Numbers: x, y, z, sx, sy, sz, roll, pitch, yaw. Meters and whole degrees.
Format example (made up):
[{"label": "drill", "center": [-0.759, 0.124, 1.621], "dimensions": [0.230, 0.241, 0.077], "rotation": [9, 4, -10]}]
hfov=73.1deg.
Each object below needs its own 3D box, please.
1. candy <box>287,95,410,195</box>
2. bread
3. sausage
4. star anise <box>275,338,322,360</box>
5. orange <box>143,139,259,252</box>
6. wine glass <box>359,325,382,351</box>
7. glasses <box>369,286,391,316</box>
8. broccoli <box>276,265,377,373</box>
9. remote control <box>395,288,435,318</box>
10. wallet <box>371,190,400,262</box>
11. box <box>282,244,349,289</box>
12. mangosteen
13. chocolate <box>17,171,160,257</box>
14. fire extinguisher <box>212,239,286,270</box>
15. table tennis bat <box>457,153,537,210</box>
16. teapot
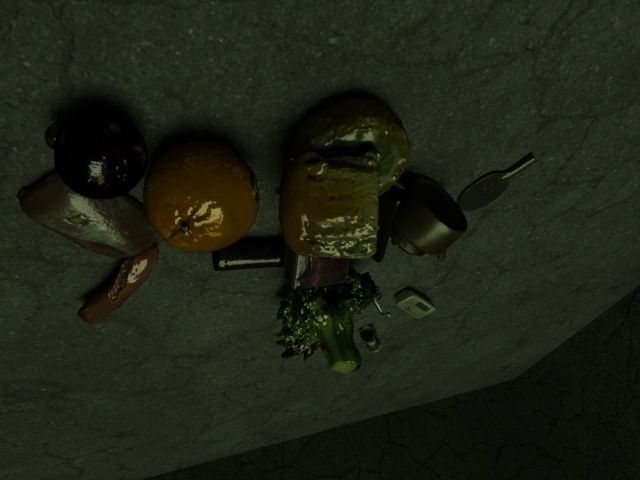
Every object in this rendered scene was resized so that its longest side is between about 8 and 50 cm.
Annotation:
[{"label": "candy", "center": [0.057, -0.174, 0.900], "dimensions": [0.259, 0.118, 0.260], "rotation": [-10, 147, -7]}, {"label": "bread", "center": [0.011, -0.043, 0.840], "dimensions": [0.204, 0.163, 0.262], "rotation": [1, 134, 4]}, {"label": "sausage", "center": [-0.484, 0.110, 1.041], "dimensions": [0.304, 0.078, 0.078], "rotation": [-39, 141, 25]}, {"label": "star anise", "center": [-0.024, 0.371, 1.611], "dimensions": [0.287, 0.088, 0.288], "rotation": [-15, 146, -11]}, {"label": "orange", "center": [-0.225, -0.079, 0.824], "dimensions": [0.219, 0.193, 0.219], "rotation": [0, 150, 0]}, {"label": "wine glass", "center": [0.211, 0.410, 1.796], "dimensions": [0.072, 0.072, 0.155], "rotation": [-23, 146, 4]}, {"label": "glasses", "center": [0.203, 0.232, 1.519], "dimensions": [0.062, 0.104, 0.140], "rotation": [-24, 148, 2]}, {"label": "broccoli", "center": [0.019, 0.216, 1.276], "dimensions": [0.276, 0.317, 0.339], "rotation": [0, 115, -20]}, {"label": "remote control", "center": [0.363, 0.243, 1.660], "dimensions": [0.090, 0.049, 0.230], "rotation": [-34, 142, 18]}, {"label": "wallet", "center": [0.129, -0.048, 1.093], "dimensions": [0.025, 0.124, 0.244], "rotation": [-36, 154, -29]}, {"label": "box", "center": [0.000, 0.000, 1.069], "dimensions": [0.159, 0.071, 0.240], "rotation": [-7, 123, -26]}, {"label": "mangosteen", "center": [-0.368, -0.145, 0.712], "dimensions": [0.152, 0.153, 0.153], "rotation": [-13, 145, -10]}, {"label": "chocolate", "center": [-0.442, -0.032, 0.863], "dimensions": [0.161, 0.083, 0.261], "rotation": [-28, 145, 14]}, {"label": "fire extinguisher", "center": [-0.136, 0.031, 1.106], "dimensions": [0.267, 0.072, 0.089], "rotation": [-2, 145, -24]}, {"label": "table tennis bat", "center": [0.493, -0.160, 1.213], "dimensions": [0.234, 0.022, 0.131], "rotation": [-37, 141, 26]}, {"label": "teapot", "center": [0.239, -0.049, 1.102], "dimensions": [0.267, 0.186, 0.175], "rotation": [39, 123, -9]}]
